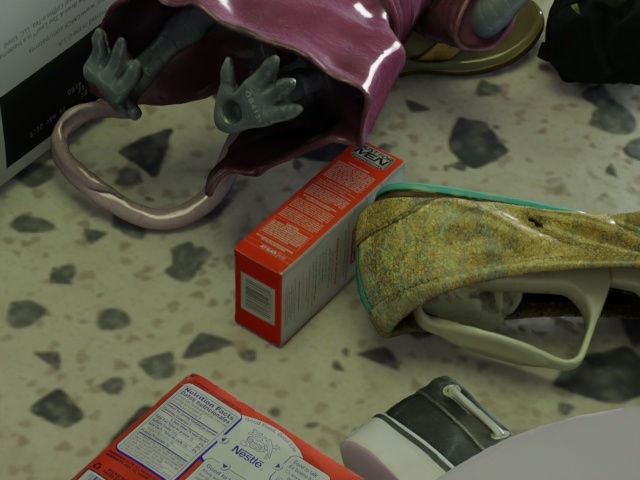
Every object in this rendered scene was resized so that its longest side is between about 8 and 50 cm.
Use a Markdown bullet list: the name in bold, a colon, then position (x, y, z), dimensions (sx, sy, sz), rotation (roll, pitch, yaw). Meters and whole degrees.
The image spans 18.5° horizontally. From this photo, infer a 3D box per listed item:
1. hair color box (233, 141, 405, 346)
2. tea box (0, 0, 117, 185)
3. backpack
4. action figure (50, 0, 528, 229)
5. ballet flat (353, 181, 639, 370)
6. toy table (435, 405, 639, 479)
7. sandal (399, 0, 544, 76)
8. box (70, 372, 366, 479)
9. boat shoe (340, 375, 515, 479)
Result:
- **hair color box**: position (0.000, 0.000, 1.336), dimensions (0.043, 0.072, 0.141), rotation (29, 49, 25)
- **tea box**: position (-0.363, -0.168, 1.382), dimensions (0.323, 0.220, 0.329), rotation (28, 50, 25)
- **backpack**: position (0.261, -0.199, 1.519), dimensions (0.152, 0.115, 0.182), rotation (14, 43, 14)
- **action figure**: position (0.022, -0.155, 1.417), dimensions (0.248, 0.276, 0.370), rotation (40, 43, 10)
- **ballet flat**: position (0.195, 0.032, 1.298), dimensions (0.348, 0.123, 0.123), rotation (3, 45, -1)
- **toy table**: position (0.122, 0.201, 0.919), dimensions (0.274, 0.161, 0.252), rotation (-6, 56, -16)
- **sandal**: position (0.090, -0.164, 1.521), dimensions (0.180, 0.049, 0.072), rotation (-7, 46, -10)
- **box**: position (-0.015, 0.206, 1.090), dimensions (0.257, 0.123, 0.128), rotation (30, 52, 24)
- **boat shoe**: position (0.140, 0.180, 1.128), dimensions (0.102, 0.108, 0.301), rotation (-36, 46, -18)
